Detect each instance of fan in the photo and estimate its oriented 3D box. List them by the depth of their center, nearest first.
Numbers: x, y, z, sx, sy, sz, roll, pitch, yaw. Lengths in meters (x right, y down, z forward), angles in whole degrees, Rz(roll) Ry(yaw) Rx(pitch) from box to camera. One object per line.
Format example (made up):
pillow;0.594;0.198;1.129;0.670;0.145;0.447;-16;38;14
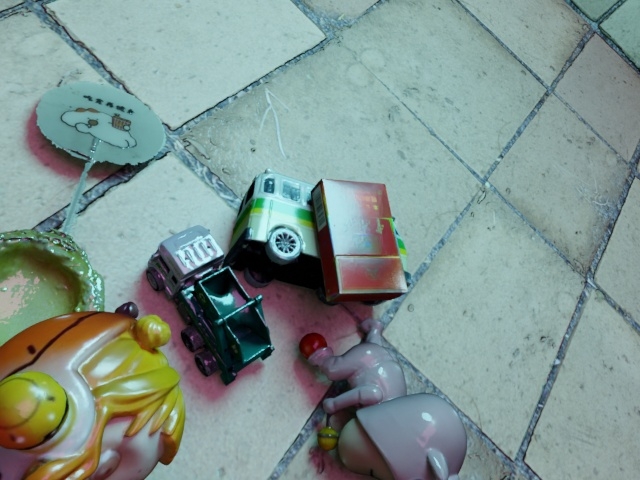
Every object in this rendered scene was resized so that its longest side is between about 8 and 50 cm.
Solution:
fan;-0.333;-0.134;0.771;0.191;0.009;0.329;17;45;-20

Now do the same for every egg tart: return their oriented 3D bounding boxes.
egg tart;-0.370;0.080;0.643;0.197;0.078;0.197;11;60;-19

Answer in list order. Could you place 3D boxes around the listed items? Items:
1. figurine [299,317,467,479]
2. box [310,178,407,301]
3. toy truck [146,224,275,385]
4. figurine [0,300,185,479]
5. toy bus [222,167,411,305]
figurine;0.087;0.249;0.767;0.186;0.176;0.287;-36;62;5
box;0.053;-0.001;0.756;0.112;0.048;0.175;1;67;-26
toy truck;-0.146;0.082;0.732;0.110;0.116;0.216;-29;80;-35
figurine;-0.270;0.191;0.506;0.196;0.320;0.323;42;43;17
toy bus;0.000;0.000;0.839;0.276;0.133;0.164;16;60;-21
